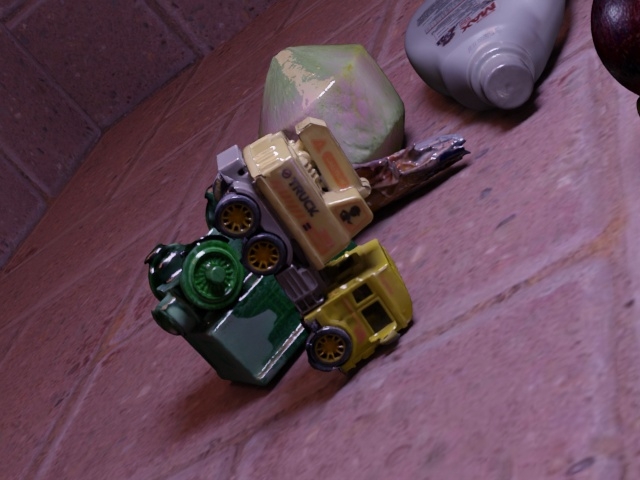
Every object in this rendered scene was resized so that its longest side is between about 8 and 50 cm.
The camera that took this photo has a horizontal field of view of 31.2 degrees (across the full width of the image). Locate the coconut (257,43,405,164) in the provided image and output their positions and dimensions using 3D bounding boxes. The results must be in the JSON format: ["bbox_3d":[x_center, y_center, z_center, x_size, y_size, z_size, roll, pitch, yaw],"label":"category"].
[{"bbox_3d":[0.012,-0.191,1.710,0.236,0.236,0.204,-43,15,-4],"label":"coconut"}]

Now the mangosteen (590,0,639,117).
[{"bbox_3d":[0.370,-0.202,1.096,0.216,0.216,0.216,-37,19,15],"label":"mangosteen"}]

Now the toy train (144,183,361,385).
[{"bbox_3d":[-0.087,0.037,1.439,0.266,0.202,0.145,-50,21,-21],"label":"toy train"}]

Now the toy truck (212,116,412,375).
[{"bbox_3d":[0.000,0.000,1.253,0.157,0.272,0.124,-32,19,6],"label":"toy truck"}]

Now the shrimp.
[{"bbox_3d":[0.046,-0.076,1.538,0.317,0.164,0.062,-25,67,26],"label":"shrimp"}]

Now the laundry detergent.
[{"bbox_3d":[0.251,-0.291,1.637,0.264,0.124,0.398,-36,20,14],"label":"laundry detergent"}]
